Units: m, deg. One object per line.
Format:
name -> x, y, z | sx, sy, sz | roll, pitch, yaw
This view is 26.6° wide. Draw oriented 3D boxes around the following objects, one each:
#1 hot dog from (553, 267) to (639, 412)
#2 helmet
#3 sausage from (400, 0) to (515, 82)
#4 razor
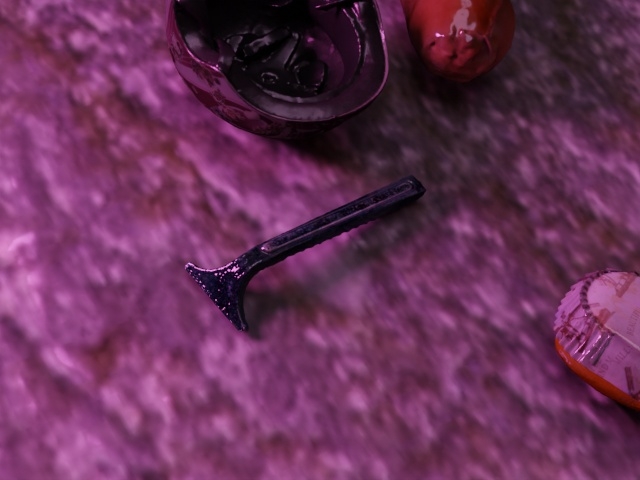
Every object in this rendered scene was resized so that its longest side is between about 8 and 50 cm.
hot dog -> 0.247, 0.087, 0.914 | 0.191, 0.059, 0.108 | 31, 50, 13
helmet -> -0.043, -0.144, 1.018 | 0.153, 0.107, 0.177 | -30, 81, -33
sausage -> 0.103, -0.292, 1.174 | 0.094, 0.094, 0.419 | -15, 50, 15
razor -> 0.001, -0.004, 0.955 | 0.190, 0.033, 0.066 | -27, 61, -29
